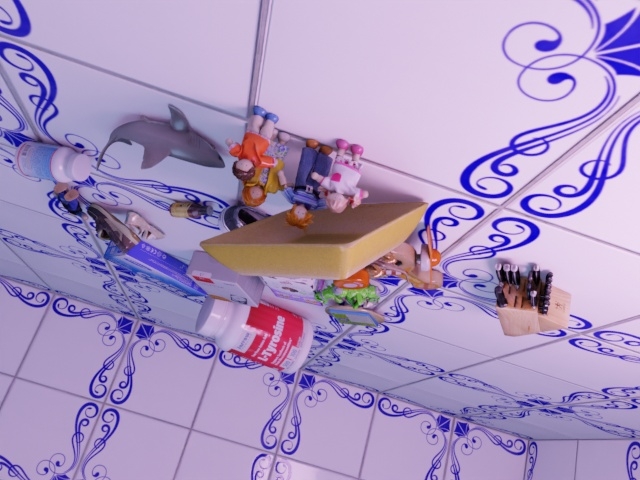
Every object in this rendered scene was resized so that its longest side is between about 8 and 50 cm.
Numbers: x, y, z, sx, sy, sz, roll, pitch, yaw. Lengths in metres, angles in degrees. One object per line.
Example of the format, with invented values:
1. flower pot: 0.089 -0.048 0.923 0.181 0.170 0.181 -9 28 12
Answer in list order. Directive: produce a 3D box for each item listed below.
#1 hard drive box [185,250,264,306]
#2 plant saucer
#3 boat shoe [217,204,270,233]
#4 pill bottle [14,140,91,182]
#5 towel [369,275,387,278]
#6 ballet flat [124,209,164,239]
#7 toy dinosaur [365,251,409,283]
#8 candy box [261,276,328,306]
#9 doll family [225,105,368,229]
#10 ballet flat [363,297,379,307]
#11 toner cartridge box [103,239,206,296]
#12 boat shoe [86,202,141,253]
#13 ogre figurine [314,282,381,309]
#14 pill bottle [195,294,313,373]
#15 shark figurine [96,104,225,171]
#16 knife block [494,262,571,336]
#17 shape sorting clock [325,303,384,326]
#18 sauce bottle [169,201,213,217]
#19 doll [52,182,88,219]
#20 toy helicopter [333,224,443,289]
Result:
1. hard drive box: -0.311 0.130 1.861 0.181 0.089 0.232 9 156 18
2. plant saucer: 0.000 0.000 1.080 0.333 0.080 0.333 0 -164 34
3. boat shoe: -0.114 0.004 1.414 0.301 0.108 0.102 38 152 -29
4. pill bottle: -0.639 -0.186 1.341 0.160 0.087 0.087 11 157 15
5. towel: 0.104 0.069 1.507 0.148 0.027 0.110 27 157 -27
6. ballet flat: -0.532 -0.031 1.679 0.057 0.052 0.168 5 156 25
7. toy dinosaur: 0.122 0.045 1.159 0.212 0.064 0.112 17 -178 -16
8. candy box: -0.077 0.126 1.709 0.165 0.070 0.196 10 158 15
9. doll family: -0.049 -0.110 1.006 0.263 0.163 0.118 19 158 -6
10. ballet flat: 0.136 0.188 1.751 0.114 0.041 0.041 30 154 -31
11. toner cartridge box: -0.573 0.100 1.990 0.165 0.075 0.348 -8 148 43
12. boat shoe: -0.617 -0.035 1.623 0.224 0.073 0.080 30 159 27
13. ogre figurine: 0.095 0.154 1.621 0.197 0.096 0.118 22 159 -11
14. pill bottle: -0.252 0.339 2.126 0.408 0.228 0.229 25 156 -21
15. shark figurine: -0.349 -0.185 1.114 0.278 0.116 0.166 8 155 14
16. knife block: 0.461 0.140 1.345 0.242 0.088 0.276 23 157 -15
17. shape sorting clock: 0.117 0.253 1.913 0.206 0.040 0.206 11 157 5
18. sauce bottle: -0.333 -0.079 1.445 0.128 0.042 0.042 2 154 28
19. doll: -0.728 -0.108 1.634 0.129 0.046 0.189 40 157 -4
20. toy helicopter: 0.204 0.056 1.325 0.235 0.140 0.355 -13 155 36
